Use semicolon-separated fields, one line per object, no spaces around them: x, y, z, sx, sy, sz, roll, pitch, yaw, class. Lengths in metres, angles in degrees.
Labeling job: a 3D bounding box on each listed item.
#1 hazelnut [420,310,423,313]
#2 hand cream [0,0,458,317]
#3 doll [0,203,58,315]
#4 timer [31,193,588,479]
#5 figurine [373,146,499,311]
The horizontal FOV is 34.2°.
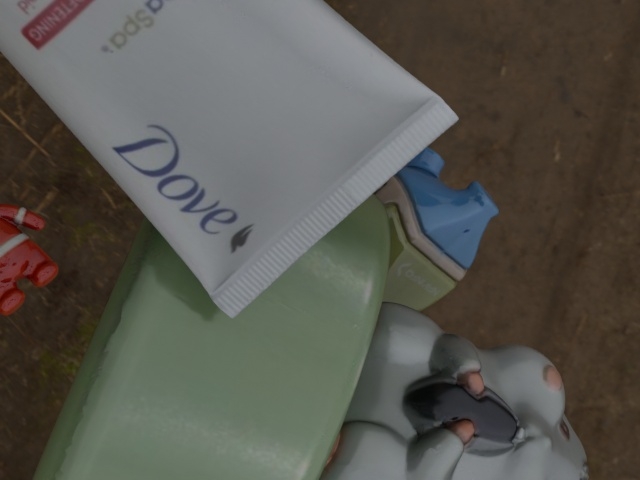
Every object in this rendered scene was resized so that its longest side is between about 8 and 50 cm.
0.069;0.116;1.335;0.150;0.150;0.150;-10;110;-30;hazelnut
-0.073;-0.086;0.412;0.133;0.083;0.248;-43;110;12;hand cream
-0.599;-0.032;1.766;0.200;0.105;0.336;-42;88;-21;doll
0.015;0.104;0.625;0.315;0.291;0.290;23;92;-8;timer
0.002;0.002;0.832;0.262;0.180;0.154;-37;169;14;figurine
